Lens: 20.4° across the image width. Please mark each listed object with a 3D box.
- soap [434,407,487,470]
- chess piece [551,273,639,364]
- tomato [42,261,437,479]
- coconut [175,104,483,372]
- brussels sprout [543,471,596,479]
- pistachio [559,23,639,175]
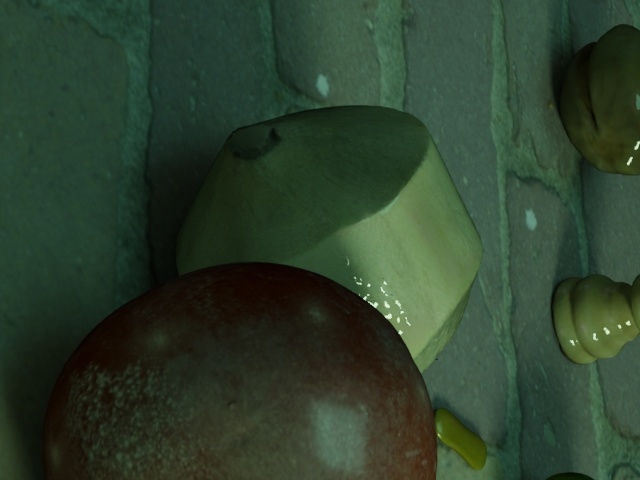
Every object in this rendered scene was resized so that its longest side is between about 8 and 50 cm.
[{"bbox_3d":[0.131,0.185,1.660,0.089,0.012,0.034,41,49,-39],"label":"soap"},{"bbox_3d":[0.335,0.073,1.840,0.094,0.170,0.094,20,65,-51],"label":"chess piece"},{"bbox_3d":[-0.048,0.151,1.204,0.270,0.270,0.227,52,5,-30],"label":"tomato"},{"bbox_3d":[0.004,-0.001,1.371,0.241,0.241,0.241,21,63,-49],"label":"coconut"},{"bbox_3d":[0.243,0.292,1.691,0.155,0.118,0.155,33,52,-57],"label":"brussels sprout"},{"bbox_3d":[0.323,-0.154,1.935,0.124,0.124,0.185,44,43,-37],"label":"pistachio"}]
